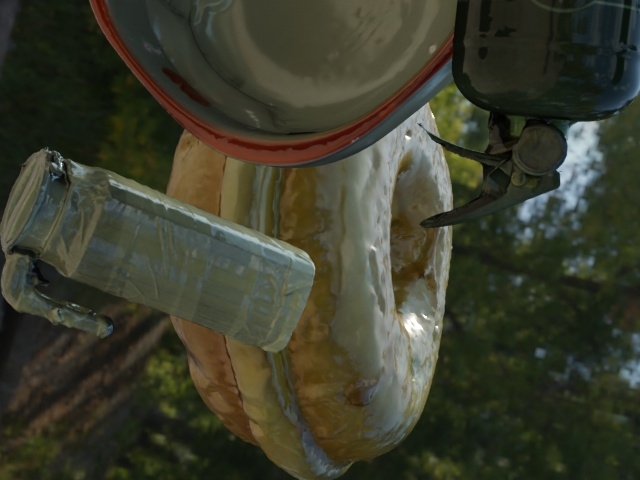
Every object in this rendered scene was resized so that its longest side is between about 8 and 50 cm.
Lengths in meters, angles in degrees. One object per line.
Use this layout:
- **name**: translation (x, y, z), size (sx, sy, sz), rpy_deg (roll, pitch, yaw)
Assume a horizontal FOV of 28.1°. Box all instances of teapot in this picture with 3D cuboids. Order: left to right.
- **teapot**: translation (-0.114, 0.021, 0.844), size (0.107, 0.200, 0.077), rpy_deg (-64, -154, 6)

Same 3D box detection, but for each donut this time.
- **donut**: translation (0.000, 0.000, 1.197), size (0.449, 0.198, 0.449), rpy_deg (0, 90, -72)

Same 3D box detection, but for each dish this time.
- **dish**: translation (-0.007, -0.164, 0.794), size (0.117, 0.256, 0.256), rpy_deg (22, 82, -75)

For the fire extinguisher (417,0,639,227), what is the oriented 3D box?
- **fire extinguisher**: translation (0.112, -0.157, 0.623), size (0.095, 0.114, 0.311), rpy_deg (-47, 141, -85)
